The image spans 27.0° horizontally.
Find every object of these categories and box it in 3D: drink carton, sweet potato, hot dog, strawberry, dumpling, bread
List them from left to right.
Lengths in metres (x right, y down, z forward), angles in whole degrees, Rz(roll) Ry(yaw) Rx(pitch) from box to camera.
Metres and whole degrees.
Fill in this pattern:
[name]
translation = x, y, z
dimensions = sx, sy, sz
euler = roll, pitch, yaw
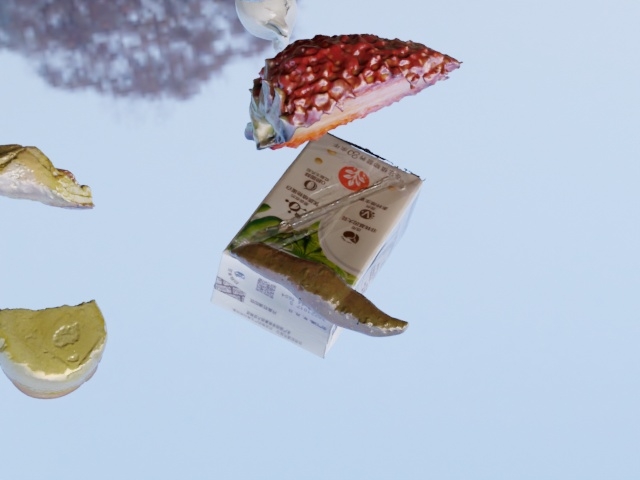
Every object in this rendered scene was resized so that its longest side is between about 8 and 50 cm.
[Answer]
[hot dog]
translation = -0.319, -0.072, 1.415
dimensions = 0.169, 0.061, 0.078
euler = 8, 176, -24
[bread]
translation = -0.354, 0.140, 1.735
dimensions = 0.156, 0.125, 0.086
euler = 0, 158, -24
[dumpling]
translation = -0.095, -0.416, 2.383
dimensions = 0.108, 0.188, 0.127
euler = -30, 172, 0
[sweet potato]
translation = -0.008, 0.060, 1.748
dimensions = 0.274, 0.067, 0.067
euler = 28, -145, 20
[drink carton]
translation = 0.000, 0.000, 1.989
dimensions = 0.194, 0.132, 0.324
euler = 26, -135, 10
[strawberry]
translation = 0.033, -0.233, 1.885
dimensions = 0.306, 0.137, 0.233
euler = -24, 179, -18
